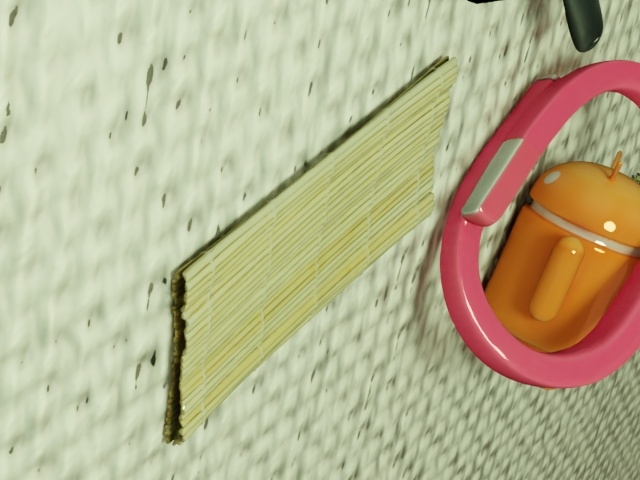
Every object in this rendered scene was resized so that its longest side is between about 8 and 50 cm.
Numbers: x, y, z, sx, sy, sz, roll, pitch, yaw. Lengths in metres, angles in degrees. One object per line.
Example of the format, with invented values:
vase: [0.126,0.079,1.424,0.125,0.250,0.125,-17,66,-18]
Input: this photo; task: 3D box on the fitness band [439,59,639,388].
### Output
fitness band: [0.217,-0.014,1.328,0.209,0.054,0.291,45,69,-22]

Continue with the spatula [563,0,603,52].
spatula: [0.185,-0.199,1.132,0.084,0.030,0.296,-47,162,-4]

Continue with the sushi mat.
sushi mat: [0.000,0.000,1.094,0.316,0.019,0.151,-41,147,-41]

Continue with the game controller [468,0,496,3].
game controller: [0.191,-0.255,1.156,0.319,0.067,0.166,-20,132,-57]

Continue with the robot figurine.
robot figurine: [0.227,0.023,1.451,0.158,0.128,0.219,12,107,-39]

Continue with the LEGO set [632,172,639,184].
LEGO set: [0.370,-0.093,1.747,0.054,0.023,0.083,-5,120,-63]
